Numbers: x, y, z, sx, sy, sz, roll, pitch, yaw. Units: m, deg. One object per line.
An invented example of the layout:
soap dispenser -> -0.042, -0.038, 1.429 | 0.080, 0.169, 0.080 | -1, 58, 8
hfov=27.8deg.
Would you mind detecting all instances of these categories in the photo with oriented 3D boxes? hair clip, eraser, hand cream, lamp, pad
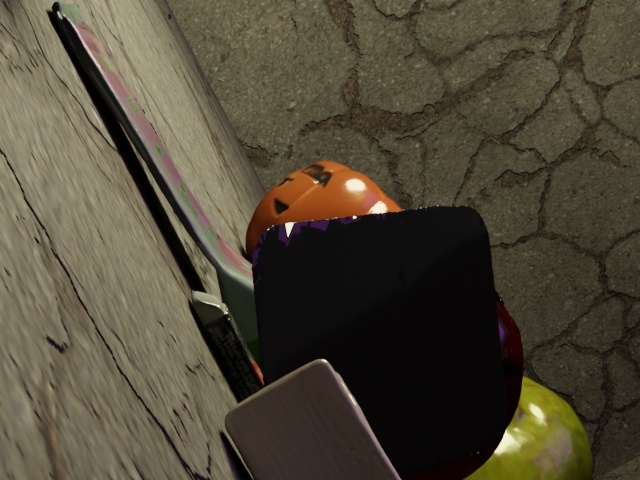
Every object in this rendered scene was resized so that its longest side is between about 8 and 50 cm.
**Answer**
hair clip -> 0.061, 0.214, 0.630 | 0.330, 0.085, 0.101 | 62, -2, 13
eraser -> -0.046, 0.071, 0.755 | 0.099, 0.019, 0.027 | 64, 0, -15
hand cream -> -0.088, -0.030, 0.819 | 0.275, 0.050, 0.079 | 58, -24, -9
lamp -> 0.007, 0.017, 1.350 | 0.188, 0.164, 0.187 | 40, -18, 16
pad -> 0.017, -0.010, 0.817 | 0.250, 0.055, 0.323 | -6, 71, -51

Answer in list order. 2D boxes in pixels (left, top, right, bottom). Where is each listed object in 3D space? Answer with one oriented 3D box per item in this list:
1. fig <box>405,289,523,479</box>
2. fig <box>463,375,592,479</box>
fig -> 0.067, 0.097, 1.011 | 0.204, 0.186, 0.249 | 45, 5, 20
fig -> 0.194, 0.302, 1.575 | 0.326, 0.258, 0.258 | 89, -20, -49
